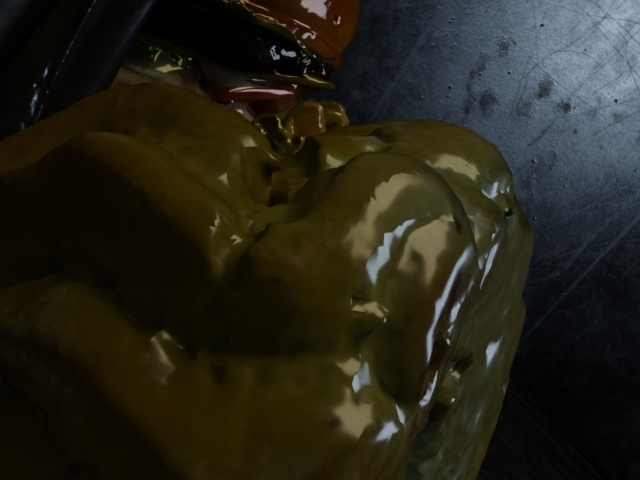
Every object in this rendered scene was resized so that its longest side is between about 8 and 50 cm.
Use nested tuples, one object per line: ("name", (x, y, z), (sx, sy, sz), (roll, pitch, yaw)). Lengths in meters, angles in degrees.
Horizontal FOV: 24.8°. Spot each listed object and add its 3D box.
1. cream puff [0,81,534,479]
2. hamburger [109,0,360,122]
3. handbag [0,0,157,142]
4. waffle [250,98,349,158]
("cream puff", (-0.054, 0.065, 0.689), (0.257, 0.291, 0.324), (21, 17, 16))
("hamburger", (-0.116, -0.140, 1.143), (0.291, 0.225, 0.291), (21, 0, 0))
("handbag", (-0.189, -0.148, 0.831), (0.113, 0.257, 0.285), (41, 6, 25))
("waffle", (0.000, 0.000, 1.027), (0.160, 0.055, 0.211), (35, 49, -62))
